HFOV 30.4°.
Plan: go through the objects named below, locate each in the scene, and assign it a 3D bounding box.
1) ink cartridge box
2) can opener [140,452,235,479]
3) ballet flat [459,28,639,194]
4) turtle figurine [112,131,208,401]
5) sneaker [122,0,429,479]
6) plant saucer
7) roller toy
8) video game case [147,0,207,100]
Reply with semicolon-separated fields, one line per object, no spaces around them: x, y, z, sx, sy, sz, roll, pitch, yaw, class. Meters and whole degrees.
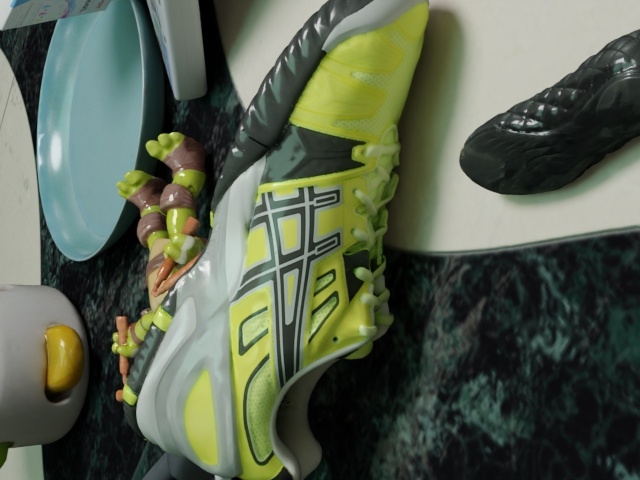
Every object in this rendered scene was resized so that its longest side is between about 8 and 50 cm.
-0.264;-0.283;1.183;0.092;0.143;0.090;-40;75;51;ink cartridge box
-0.128;0.203;1.031;0.283;0.095;0.076;-49;47;35;can opener
0.144;-0.069;0.683;0.173;0.057;0.049;-28;24;53;ballet flat
-0.129;0.015;1.061;0.269;0.087;0.217;124;145;-52;turtle figurine
0.000;0.000;0.845;0.147;0.145;0.384;28;107;15;sneaker
-0.241;-0.135;1.296;0.317;0.044;0.317;-6;83;58;plant saucer
-0.360;0.143;1.364;0.191;0.146;0.209;52;124;35;roller toy
-0.162;-0.340;1.058;0.329;0.036;0.300;90;164;-58;video game case
